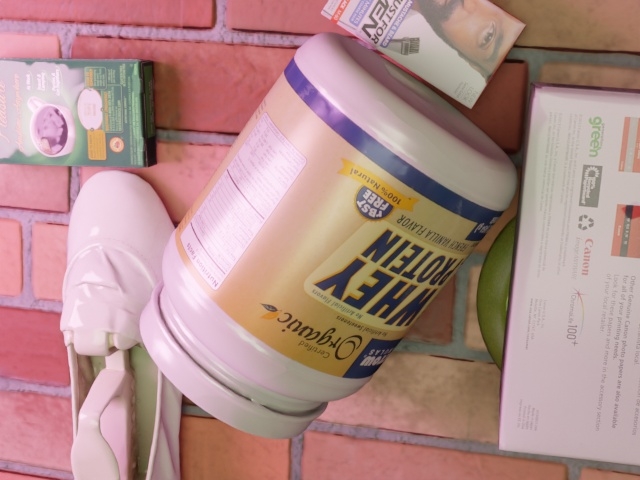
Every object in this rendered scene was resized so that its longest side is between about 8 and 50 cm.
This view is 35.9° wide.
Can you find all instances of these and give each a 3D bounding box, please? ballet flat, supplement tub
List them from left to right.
[{"bbox_3d":[-0.208,0.132,1.017,0.139,0.139,0.400,2,102,12],"label":"ballet flat"},{"bbox_3d":[0.000,0.000,0.892,0.228,0.228,0.316,37,107,3],"label":"supplement tub"}]

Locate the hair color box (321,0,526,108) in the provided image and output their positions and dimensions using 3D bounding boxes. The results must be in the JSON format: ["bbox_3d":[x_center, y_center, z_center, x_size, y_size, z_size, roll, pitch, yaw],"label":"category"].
[{"bbox_3d":[0.096,-0.206,0.919,0.167,0.053,0.093,32,106,3],"label":"hair color box"}]

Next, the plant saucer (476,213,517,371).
[{"bbox_3d":[0.270,0.066,0.946,0.240,0.037,0.241,3,103,12],"label":"plant saucer"}]

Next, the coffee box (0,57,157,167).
[{"bbox_3d":[-0.262,-0.133,1.020,0.184,0.040,0.113,1,101,12],"label":"coffee box"}]

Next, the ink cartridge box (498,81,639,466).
[{"bbox_3d":[0.301,0.031,0.845,0.271,0.130,0.310,6,103,9],"label":"ink cartridge box"}]
